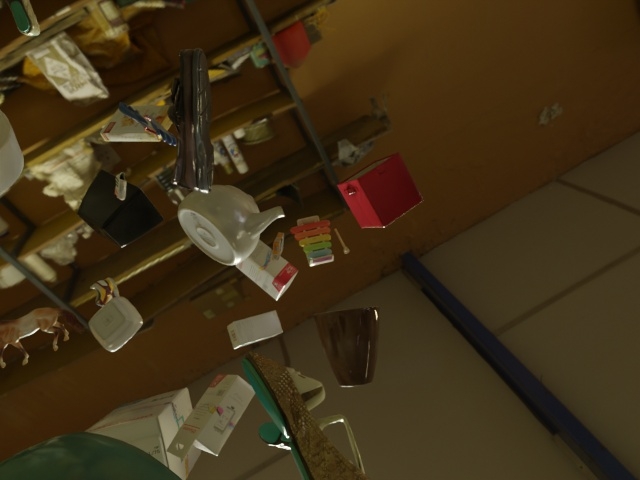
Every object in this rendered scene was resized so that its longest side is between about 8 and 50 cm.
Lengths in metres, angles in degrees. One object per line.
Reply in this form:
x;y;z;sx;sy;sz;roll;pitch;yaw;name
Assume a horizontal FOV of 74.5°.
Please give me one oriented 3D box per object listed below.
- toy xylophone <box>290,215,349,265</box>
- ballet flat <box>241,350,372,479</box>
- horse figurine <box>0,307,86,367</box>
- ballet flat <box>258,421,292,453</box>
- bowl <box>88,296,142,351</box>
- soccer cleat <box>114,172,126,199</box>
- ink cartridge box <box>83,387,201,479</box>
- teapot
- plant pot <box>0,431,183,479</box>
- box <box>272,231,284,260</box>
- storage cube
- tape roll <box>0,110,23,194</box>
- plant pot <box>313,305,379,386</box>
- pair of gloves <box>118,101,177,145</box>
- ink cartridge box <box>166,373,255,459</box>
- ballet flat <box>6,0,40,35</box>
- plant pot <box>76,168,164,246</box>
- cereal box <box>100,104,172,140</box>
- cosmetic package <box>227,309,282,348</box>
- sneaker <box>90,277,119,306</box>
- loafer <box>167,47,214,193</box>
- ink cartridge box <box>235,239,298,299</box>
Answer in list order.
0.000;0.000;2.088;0.237;0.081;0.322;-19;-135;-13;toy xylophone
-0.012;0.190;0.438;0.067;0.073;0.206;-24;-128;-21;ballet flat
-0.844;0.267;1.234;0.264;0.174;0.066;-22;-145;-37;horse figurine
-0.108;0.604;1.277;0.203;0.074;0.074;-13;-145;42;ballet flat
-0.641;0.253;1.300;0.142;0.053;0.142;41;-99;21;bowl
-0.568;-0.155;1.200;0.036;0.029;0.083;-30;-117;33;soccer cleat
-0.452;0.530;1.082;0.198;0.197;0.270;-13;175;-4;ink cartridge box
-0.264;-0.067;1.198;0.187;0.256;0.252;-50;-179;-32;teapot
-0.237;0.333;0.388;0.235;0.293;0.293;40;-111;19;plant pot
-0.177;0.021;1.784;0.028;0.081;0.136;8;-157;4;box
0.211;-0.173;1.496;0.215;0.193;0.184;-33;-169;-17;storage cube
-0.814;-0.192;0.897;0.287;0.100;0.285;9;-129;-11;tape roll
0.096;0.339;1.347;0.216;0.215;0.230;-11;-103;23;plant pot
-0.564;-0.380;1.377;0.159;0.198;0.023;43;-79;20;pair of gloves
-0.246;0.407;0.956;0.115;0.067;0.198;-21;-152;50;ink cartridge box
-0.761;-0.605;1.064;0.057;0.168;0.052;-7;-165;8;ballet flat
-0.676;-0.091;1.399;0.188;0.188;0.166;25;-114;20;plant pot
-0.683;-0.444;1.589;0.241;0.047;0.172;3;-127;13;cereal box
-0.305;0.415;1.974;0.231;0.117;0.085;-8;162;-39;cosmetic package
-0.773;0.233;1.540;0.070;0.185;0.084;-19;-174;43;sneaker
-0.274;-0.231;0.856;0.096;0.302;0.109;5;-143;-3;loafer
-0.294;0.151;2.273;0.131;0.306;0.226;-47;174;-32;ink cartridge box
